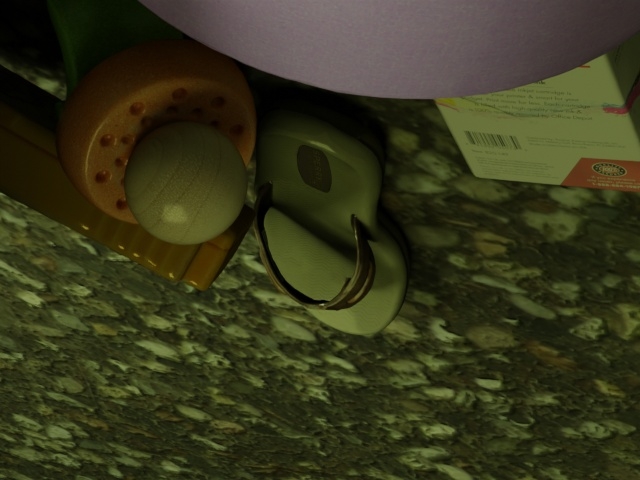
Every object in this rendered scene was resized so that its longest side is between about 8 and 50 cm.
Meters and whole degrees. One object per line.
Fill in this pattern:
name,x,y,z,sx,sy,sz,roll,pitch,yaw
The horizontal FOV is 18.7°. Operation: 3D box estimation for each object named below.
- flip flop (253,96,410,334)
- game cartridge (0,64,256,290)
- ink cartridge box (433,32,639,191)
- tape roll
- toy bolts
flip flop,0.000,0.000,1.339,0.112,0.080,0.277,14,155,10
game cartridge,-0.192,-0.073,1.171,0.324,0.052,0.285,27,-176,-2
ink cartridge box,0.117,-0.105,1.049,0.115,0.067,0.198,7,155,25
tape roll,0.030,-0.190,0.678,0.275,0.275,0.090,19,155,1
toy bolts,-0.032,-0.122,0.949,0.218,0.158,0.228,-17,132,-16
